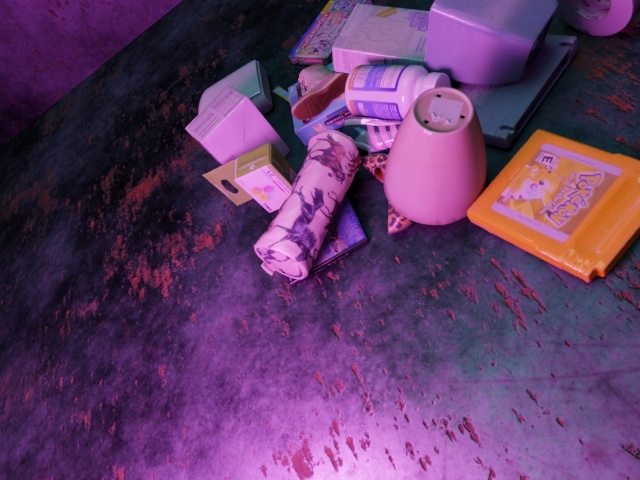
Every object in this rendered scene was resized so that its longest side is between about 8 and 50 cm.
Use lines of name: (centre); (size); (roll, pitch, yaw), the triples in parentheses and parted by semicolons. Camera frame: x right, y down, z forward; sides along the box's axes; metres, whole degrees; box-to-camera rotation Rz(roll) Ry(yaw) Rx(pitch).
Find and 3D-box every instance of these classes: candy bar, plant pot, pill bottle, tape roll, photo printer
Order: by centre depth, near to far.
plant pot: (0.271, -0.212, 1.143); (0.257, 0.274, 0.256); (-3, 63, 7)
tape roll: (0.696, -0.625, 1.242); (0.072, 0.219, 0.219); (-48, 46, -5)
plant pot: (0.442, -0.546, 1.267); (0.252, 0.247, 0.247); (31, 78, 16)
pill bottle: (0.218, -0.414, 1.393); (0.272, 0.152, 0.152); (15, 69, 35)
candy bar: (-0.135, -0.549, 1.869); (0.040, 0.018, 0.161); (-44, 47, -1)
photo printer: (-0.344, -0.543, 1.939); (0.308, 0.107, 0.255); (-25, 49, 16)

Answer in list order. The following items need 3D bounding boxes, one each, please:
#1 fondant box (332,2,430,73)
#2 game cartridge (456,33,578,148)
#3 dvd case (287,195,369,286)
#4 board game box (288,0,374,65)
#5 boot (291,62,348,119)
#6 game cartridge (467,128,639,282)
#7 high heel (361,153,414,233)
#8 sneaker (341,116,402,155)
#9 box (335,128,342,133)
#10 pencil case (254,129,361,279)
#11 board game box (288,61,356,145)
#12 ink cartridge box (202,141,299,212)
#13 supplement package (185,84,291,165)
fondant box: (0.231, -0.611, 1.535); (0.331, 0.096, 0.238); (15, 61, 16)
game cartridge: (0.496, -0.415, 1.339); (0.230, 0.068, 0.355); (28, 77, 46)
dvd case: (0.000, 0.000, 1.396); (0.253, 0.022, 0.180); (-31, 48, 11)
board game box: (0.040, -0.808, 1.918); (0.214, 0.046, 0.317); (20, 72, 40)
boot: (-0.033, -0.487, 1.608); (0.213, 0.077, 0.165); (-39, 47, -6)
game cartridge: (0.538, -0.090, 1.089); (0.285, 0.052, 0.324); (-49, 46, -5)
high heel: (0.163, -0.132, 1.331); (0.261, 0.093, 0.186); (31, 76, 36)
sneaker: (0.203, -0.275, 1.421); (0.319, 0.112, 0.130); (14, 96, 34)
box: (0.024, -0.284, 1.574); (0.094, 0.027, 0.136); (-16, 52, 22)
pencil case: (-0.033, -0.096, 1.357); (0.410, 0.160, 0.183); (-65, 14, -18)
board game box: (0.062, -0.495, 1.661); (0.336, 0.079, 0.253); (-24, 49, 17)
ink cartridge box: (-0.208, -0.167, 1.535); (0.255, 0.189, 0.097); (-21, 52, 21)
supplement package: (-0.268, -0.332, 1.635); (0.204, 0.262, 0.145); (-46, 46, -3)
